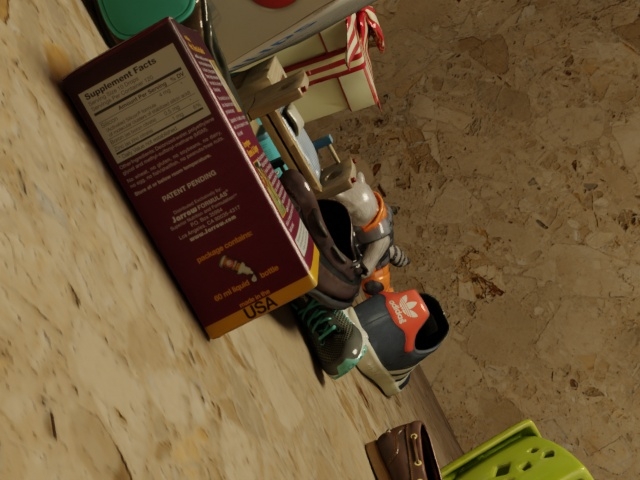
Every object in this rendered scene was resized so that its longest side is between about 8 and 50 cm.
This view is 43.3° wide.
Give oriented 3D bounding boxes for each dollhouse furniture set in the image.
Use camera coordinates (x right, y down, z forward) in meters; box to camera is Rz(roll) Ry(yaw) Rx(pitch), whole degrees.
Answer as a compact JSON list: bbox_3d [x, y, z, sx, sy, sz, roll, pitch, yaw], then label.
[{"bbox_3d":[-0.040,-0.130,0.944,0.129,0.129,0.183,60,18,-25],"label":"dollhouse furniture set"}]

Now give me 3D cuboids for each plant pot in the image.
[{"bbox_3d":[0.336,0.453,1.345,0.227,0.228,0.207,60,-2,-23],"label":"plant pot"}]

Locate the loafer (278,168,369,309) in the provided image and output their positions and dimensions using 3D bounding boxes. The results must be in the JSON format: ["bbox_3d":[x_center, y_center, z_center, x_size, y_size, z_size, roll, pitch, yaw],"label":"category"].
[{"bbox_3d":[0.000,0.000,0.767,0.109,0.095,0.302,46,9,16],"label":"loafer"}]

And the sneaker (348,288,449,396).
[{"bbox_3d":[0.136,0.157,1.286,0.131,0.148,0.350,63,5,17],"label":"sneaker"}]

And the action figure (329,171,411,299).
[{"bbox_3d":[0.066,-0.029,1.506,0.330,0.179,0.341,73,-5,-60],"label":"action figure"}]

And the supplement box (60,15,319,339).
[{"bbox_3d":[-0.079,-0.043,0.540,0.188,0.081,0.104,61,5,-9],"label":"supplement box"}]

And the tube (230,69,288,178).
[{"bbox_3d":[-0.091,-0.140,1.092,0.052,0.080,0.207,-75,148,-41],"label":"tube"}]

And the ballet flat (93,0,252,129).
[{"bbox_3d":[-0.132,-0.165,0.697,0.096,0.095,0.280,126,-54,-84],"label":"ballet flat"}]

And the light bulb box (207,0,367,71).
[{"bbox_3d":[-0.091,-0.389,0.887,0.357,0.225,0.361,61,27,-10],"label":"light bulb box"}]

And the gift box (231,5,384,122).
[{"bbox_3d":[-0.037,-0.315,1.264,0.255,0.258,0.276,55,20,-61],"label":"gift box"}]

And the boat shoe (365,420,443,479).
[{"bbox_3d":[0.110,0.274,0.811,0.073,0.073,0.207,58,7,-49],"label":"boat shoe"}]

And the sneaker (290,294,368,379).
[{"bbox_3d":[-0.002,0.084,0.869,0.076,0.065,0.166,41,11,-27],"label":"sneaker"}]
